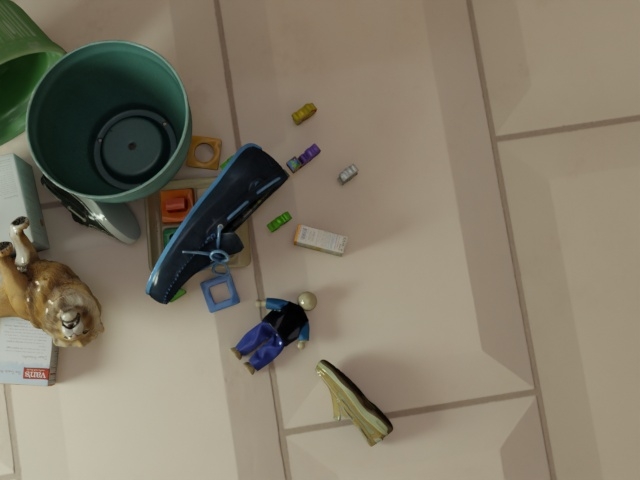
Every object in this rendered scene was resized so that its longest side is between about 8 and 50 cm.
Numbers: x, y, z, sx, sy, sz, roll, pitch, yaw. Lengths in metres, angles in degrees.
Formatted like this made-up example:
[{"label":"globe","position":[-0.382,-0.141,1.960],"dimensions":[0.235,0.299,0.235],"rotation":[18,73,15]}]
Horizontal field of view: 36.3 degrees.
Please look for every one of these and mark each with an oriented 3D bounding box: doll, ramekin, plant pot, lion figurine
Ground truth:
[{"label":"doll","position":[-0.083,0.164,1.857],"dimensions":[0.189,0.046,0.129],"rotation":[-41,88,-5]},{"label":"ramekin","position":[-0.617,-0.297,1.764],"dimensions":[0.303,0.303,0.148],"rotation":[-38,82,-5]},{"label":"plant pot","position":[-0.366,-0.196,1.802],"dimensions":[0.293,0.196,0.293],"rotation":[-1,78,5]},{"label":"lion figurine","position":[-0.593,0.098,1.732],"dimensions":[0.392,0.142,0.240],"rotation":[-5,126,8]}]

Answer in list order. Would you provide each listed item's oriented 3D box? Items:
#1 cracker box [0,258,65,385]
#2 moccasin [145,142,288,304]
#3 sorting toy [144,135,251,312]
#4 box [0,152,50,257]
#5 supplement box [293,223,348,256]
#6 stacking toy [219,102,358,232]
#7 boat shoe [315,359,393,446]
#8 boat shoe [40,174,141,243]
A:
[{"label":"cracker box","position":[-0.569,0.153,1.832],"dimensions":[0.156,0.067,0.232],"rotation":[5,83,-2]},{"label":"moccasin","position":[-0.185,-0.019,1.781],"dimensions":[0.117,0.138,0.342],"rotation":[35,87,1]},{"label":"sorting toy","position":[-0.237,-0.034,1.873],"dimensions":[0.196,0.047,0.347],"rotation":[-5,84,-2]},{"label":"box","position":[-0.581,-0.061,1.822],"dimensions":[0.091,0.130,0.170],"rotation":[-13,84,-4]},{"label":"supplement box","position":[0.000,0.000,1.869],"dimensions":[0.098,0.062,0.036],"rotation":[14,82,-1]},{"label":"stacking toy","position":[-0.056,-0.140,1.888],"dimensions":[0.221,0.052,0.167],"rotation":[-36,84,-6]},{"label":"boat shoe","position":[0.049,0.310,1.839],"dimensions":[0.072,0.068,0.190],"rotation":[-44,87,6]},{"label":"boat shoe","position":[-0.438,-0.065,1.863],"dimensions":[0.219,0.078,0.070],"rotation":[43,119,-1]}]
